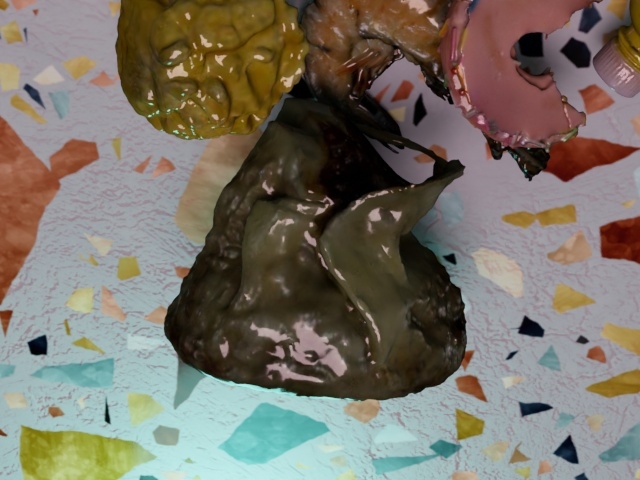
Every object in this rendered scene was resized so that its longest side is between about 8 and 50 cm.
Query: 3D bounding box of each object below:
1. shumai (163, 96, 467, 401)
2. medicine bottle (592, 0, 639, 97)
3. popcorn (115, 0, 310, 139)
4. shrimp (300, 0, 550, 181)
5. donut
[{"bbox_3d":[0.000,0.000,1.805,0.395,0.395,0.348,4,105,4],"label":"shumai"},{"bbox_3d":[0.408,-0.258,1.672,0.122,0.122,0.212,34,122,-16],"label":"medicine bottle"},{"bbox_3d":[-0.127,-0.235,1.711,0.225,0.249,0.249,-12,128,-20],"label":"popcorn"},{"bbox_3d":[0.125,-0.186,1.798,0.233,0.071,0.365,-30,118,35],"label":"shrimp"},{"bbox_3d":[0.223,-0.225,1.685,0.199,0.085,0.232,10,96,-23],"label":"donut"}]
